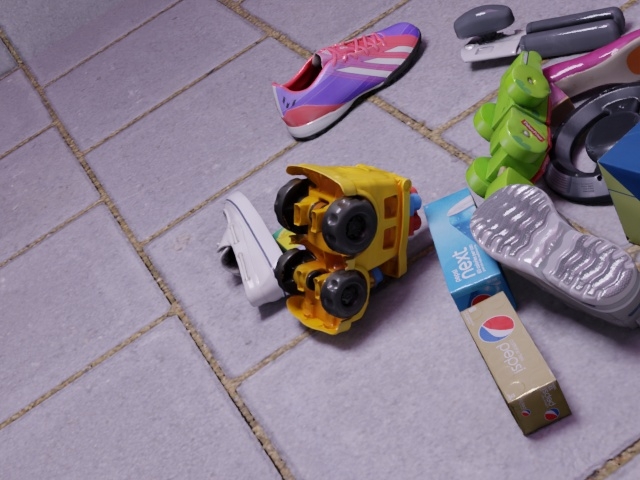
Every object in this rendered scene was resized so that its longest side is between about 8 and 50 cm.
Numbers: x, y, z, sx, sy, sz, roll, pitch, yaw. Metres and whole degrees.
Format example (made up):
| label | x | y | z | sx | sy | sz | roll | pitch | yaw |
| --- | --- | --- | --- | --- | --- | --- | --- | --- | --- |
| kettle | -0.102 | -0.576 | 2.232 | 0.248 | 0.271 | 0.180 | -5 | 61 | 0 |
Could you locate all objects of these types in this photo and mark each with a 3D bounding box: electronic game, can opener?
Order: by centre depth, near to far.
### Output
| label | x | y | z | sx | sy | sz | roll | pitch | yaw |
| --- | --- | --- | --- | --- | --- | --- | --- | --- | --- |
| electronic game | 0.413 | -0.140 | 1.530 | 0.229 | 0.048 | 0.229 | -26 | 34 | 19 |
| can opener | 0.354 | -0.353 | 1.827 | 0.283 | 0.095 | 0.076 | -5 | 40 | 34 |

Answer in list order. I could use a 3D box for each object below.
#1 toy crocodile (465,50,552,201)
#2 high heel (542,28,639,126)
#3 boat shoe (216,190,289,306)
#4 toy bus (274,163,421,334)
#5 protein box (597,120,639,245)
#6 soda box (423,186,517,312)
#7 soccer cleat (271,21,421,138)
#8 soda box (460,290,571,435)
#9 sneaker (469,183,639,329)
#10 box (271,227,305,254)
| label | x | y | z | sx | sy | sz | roll | pitch | yaw |
| --- | --- | --- | --- | --- | --- | --- | --- | --- | --- |
| toy crocodile | 0.283 | -0.147 | 1.567 | 0.115 | 0.105 | 0.341 | -54 | 14 | 42 |
| high heel | 0.419 | -0.273 | 1.683 | 0.244 | 0.082 | 0.117 | -38 | 41 | 11 |
| boat shoe | -0.115 | 0.015 | 1.697 | 0.088 | 0.096 | 0.267 | -28 | 40 | -6 |
| toy bus | 0.056 | 0.000 | 1.526 | 0.211 | 0.220 | 0.149 | -10 | 20 | -36 |
| protein box | 0.486 | -0.086 | 1.317 | 0.201 | 0.136 | 0.199 | -41 | 34 | -17 |
| soda box | 0.196 | 0.019 | 1.466 | 0.071 | 0.067 | 0.210 | -23 | 33 | 10 |
| soccer cleat | 0.051 | -0.316 | 1.993 | 0.318 | 0.116 | 0.108 | -39 | 33 | -14 |
| soda box | 0.225 | 0.140 | 1.284 | 0.061 | 0.058 | 0.181 | -27 | 32 | 4 |
| sneaker | 0.283 | 0.028 | 1.340 | 0.105 | 0.115 | 0.281 | -41 | 39 | -2 |
| box | 0.000 | 0.000 | 1.669 | 0.105 | 0.043 | 0.179 | -36 | 31 | -11 |
